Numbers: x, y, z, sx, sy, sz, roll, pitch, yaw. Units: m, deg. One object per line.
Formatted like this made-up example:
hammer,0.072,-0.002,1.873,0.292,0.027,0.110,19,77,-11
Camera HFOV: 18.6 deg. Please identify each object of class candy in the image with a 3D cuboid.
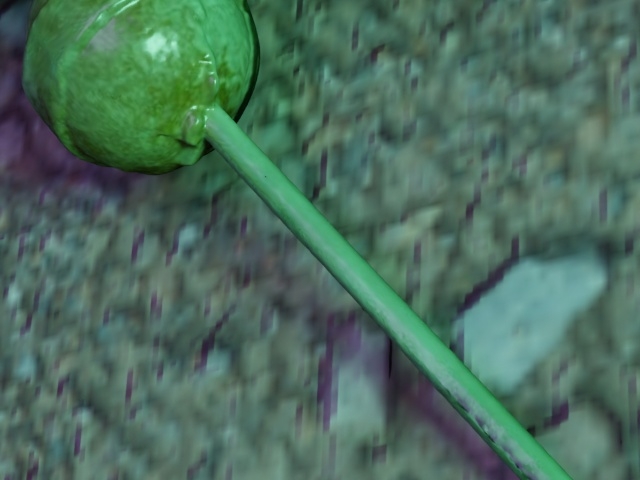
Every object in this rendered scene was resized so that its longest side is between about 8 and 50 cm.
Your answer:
candy,0.000,0.000,0.430,0.061,0.061,0.202,-50,58,10
